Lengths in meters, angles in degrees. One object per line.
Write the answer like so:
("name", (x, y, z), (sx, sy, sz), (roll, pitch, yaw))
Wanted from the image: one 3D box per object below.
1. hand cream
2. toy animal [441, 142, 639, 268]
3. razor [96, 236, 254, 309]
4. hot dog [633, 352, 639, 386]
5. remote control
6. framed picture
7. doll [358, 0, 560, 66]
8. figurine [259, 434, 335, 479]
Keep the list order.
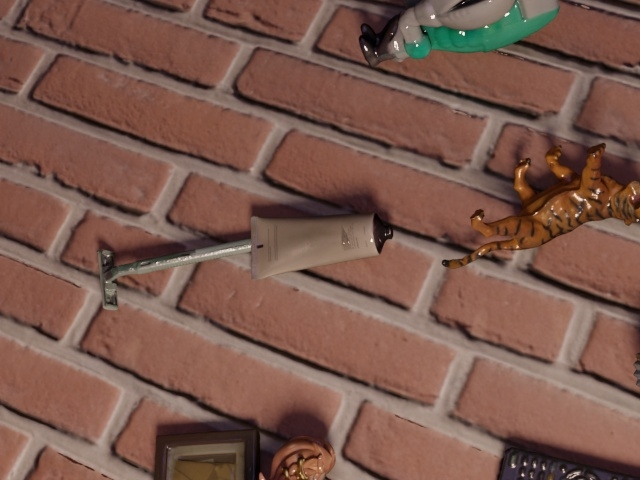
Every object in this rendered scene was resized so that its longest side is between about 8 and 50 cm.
("hand cream", (0.000, 0.000, 1.542), (0.186, 0.054, 0.087), (-6, 71, 14))
("toy animal", (0.262, -0.028, 1.479), (0.255, 0.114, 0.116), (-28, 105, 4))
("razor", (-0.188, 0.026, 1.583), (0.211, 0.036, 0.084), (-14, 65, 7))
("hot dog", (0.473, 0.136, 1.350), (0.270, 0.082, 0.162), (-31, 71, -11))
("remote control", (0.317, 0.285, 1.345), (0.245, 0.025, 0.063), (12, 70, 18))
("framed picture", (-0.136, 0.311, 1.442), (0.128, 0.023, 0.168), (-6, 64, 11))
("doll", (0.179, -0.305, 1.582), (0.258, 0.153, 0.195), (-30, 34, -7))
("figurine", (-0.032, 0.293, 1.377), (0.114, 0.126, 0.157), (4, 63, -18))
